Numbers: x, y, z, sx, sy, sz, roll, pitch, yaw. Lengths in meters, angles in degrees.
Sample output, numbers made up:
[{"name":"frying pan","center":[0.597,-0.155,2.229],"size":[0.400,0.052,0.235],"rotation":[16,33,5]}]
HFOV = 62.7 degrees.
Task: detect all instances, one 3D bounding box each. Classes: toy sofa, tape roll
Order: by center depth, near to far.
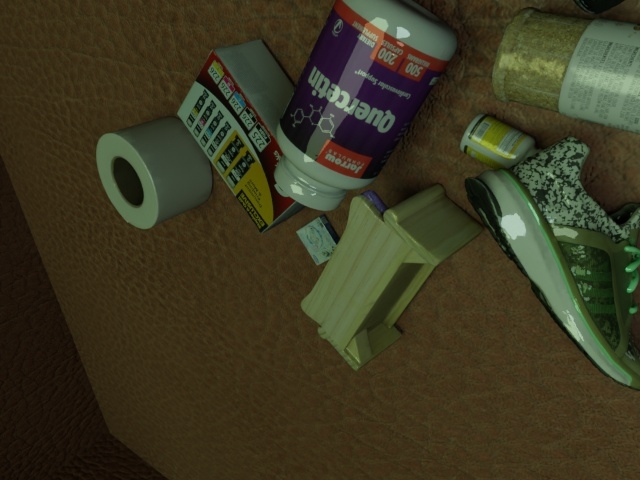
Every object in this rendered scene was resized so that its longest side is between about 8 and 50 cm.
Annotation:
[{"name":"toy sofa","center":[0.114,0.060,0.966],"size":[0.177,0.150,0.362],"rotation":[45,137,21]},{"name":"tape roll","center":[-0.412,-0.171,1.308],"size":[0.246,0.169,0.246],"rotation":[23,129,32]}]

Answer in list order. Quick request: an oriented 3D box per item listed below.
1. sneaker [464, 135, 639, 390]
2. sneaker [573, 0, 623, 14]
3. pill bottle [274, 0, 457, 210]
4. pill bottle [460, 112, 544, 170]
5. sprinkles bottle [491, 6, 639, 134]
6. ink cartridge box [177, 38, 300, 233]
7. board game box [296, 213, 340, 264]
[{"name":"sneaker","center":[0.378,0.034,0.708],"size":[0.182,0.158,0.410],"rotation":[-36,106,13]},{"name":"sneaker","center":[0.278,-0.317,0.570],"size":[0.294,0.102,0.146],"rotation":[-3,125,18]},{"name":"pill bottle","center":[0.049,-0.206,0.799],"size":[0.181,0.182,0.322],"rotation":[41,122,17]},{"name":"pill bottle","center":[0.269,-0.133,0.766],"size":[0.116,0.065,0.065],"rotation":[36,134,23]},{"name":"sprinkles bottle","center":[0.382,-0.175,0.591],"size":[0.356,0.121,0.121],"rotation":[25,129,31]},{"name":"ink cartridge box","center":[-0.136,-0.187,1.068],"size":[0.309,0.130,0.272],"rotation":[55,139,2]},{"name":"board game box","center":[0.000,0.000,1.133],"size":[0.090,0.020,0.090],"rotation":[-30,92,48]}]
